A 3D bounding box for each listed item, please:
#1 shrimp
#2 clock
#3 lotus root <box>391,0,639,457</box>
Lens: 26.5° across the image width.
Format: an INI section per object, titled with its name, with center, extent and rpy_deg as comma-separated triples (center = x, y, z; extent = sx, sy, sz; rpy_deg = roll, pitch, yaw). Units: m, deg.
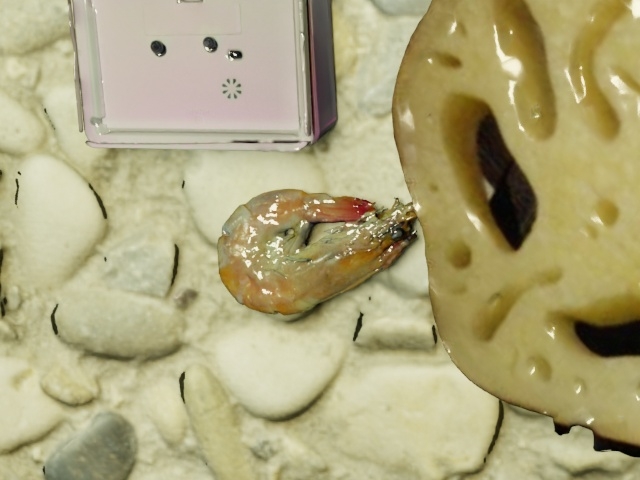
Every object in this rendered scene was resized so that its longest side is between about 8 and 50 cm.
[shrimp]
center = 0.000, 0.000, 1.076
extent = 0.190, 0.042, 0.101
rpy_deg = -18, 92, 22
[clock]
center = -0.089, -0.143, 1.044
extent = 0.193, 0.073, 0.145
rpy_deg = 3, 106, 17
[lotus root]
center = 0.209, -0.029, 0.923
extent = 0.390, 0.111, 0.375
rpy_deg = 50, 126, 14
